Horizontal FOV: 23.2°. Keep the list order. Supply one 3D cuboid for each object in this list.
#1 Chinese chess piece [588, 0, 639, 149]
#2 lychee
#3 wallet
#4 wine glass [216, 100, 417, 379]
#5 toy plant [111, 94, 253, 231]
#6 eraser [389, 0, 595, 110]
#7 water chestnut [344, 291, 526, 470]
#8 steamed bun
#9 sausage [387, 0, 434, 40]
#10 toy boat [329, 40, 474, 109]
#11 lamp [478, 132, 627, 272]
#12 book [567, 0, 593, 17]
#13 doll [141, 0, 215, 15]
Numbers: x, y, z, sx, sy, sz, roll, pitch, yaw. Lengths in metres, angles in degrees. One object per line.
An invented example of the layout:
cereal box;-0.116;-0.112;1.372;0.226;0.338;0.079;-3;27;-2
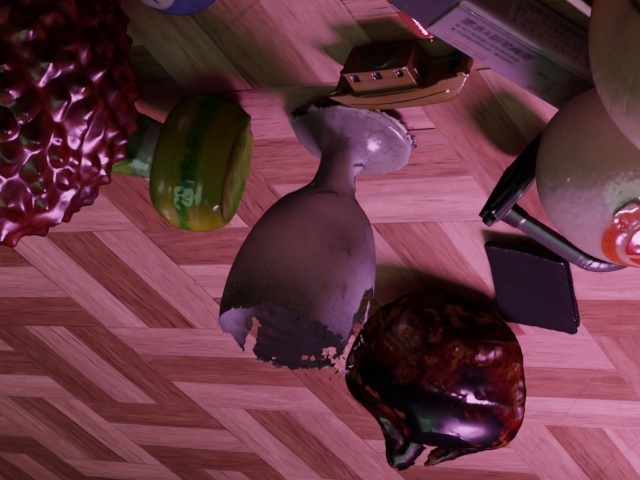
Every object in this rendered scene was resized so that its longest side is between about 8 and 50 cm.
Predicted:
Chinese chess piece;0.414;-0.183;1.415;0.338;0.338;0.140;13;137;11
lychee;-0.412;-0.191;1.836;0.425;0.424;0.500;23;159;-9
wallet;0.313;0.069;2.299;0.124;0.025;0.244;10;155;19
wine glass;-0.004;-0.004;2.000;0.191;0.357;0.190;12;152;7
toy plant;-0.261;-0.126;2.102;0.316;0.224;0.184;14;115;9
eraser;0.239;-0.218;1.762;0.352;0.061;0.089;29;153;-19
water chestnut;0.180;0.219;2.430;0.289;0.244;0.289;13;151;7
steamed bun;0.386;-0.066;1.739;0.283;0.177;0.283;-7;150;-4
sausage;0.067;-0.303;1.742;0.034;0.034;0.253;-3;147;37
toy boat;0.097;-0.202;1.890;0.201;0.057;0.077;-1;141;34
lamp;0.364;-0.049;1.946;0.283;0.124;0.203;21;144;-11
book;0.284;-0.261;1.568;0.199;0.138;0.016;31;132;-23
doll;-0.175;-0.353;1.675;0.228;0.154;0.258;47;151;17
